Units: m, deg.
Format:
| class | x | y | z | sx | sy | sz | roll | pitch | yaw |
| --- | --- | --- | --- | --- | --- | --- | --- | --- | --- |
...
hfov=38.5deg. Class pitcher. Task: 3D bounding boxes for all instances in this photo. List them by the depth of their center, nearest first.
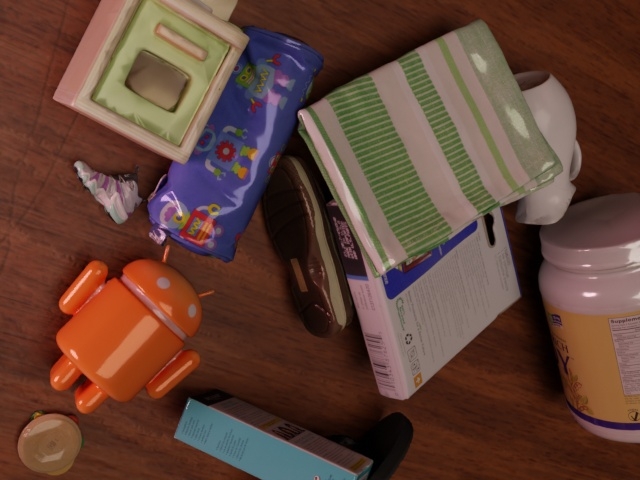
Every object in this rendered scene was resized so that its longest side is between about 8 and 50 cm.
| class | x | y | z | sx | sy | sz | roll | pitch | yaw |
| --- | --- | --- | --- | --- | --- | --- | --- | --- | --- |
| pitcher | 0.334 | -0.154 | 1.375 | 0.178 | 0.125 | 0.207 | -44 | 125 | -40 |

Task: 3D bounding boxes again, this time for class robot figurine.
| class | x | y | z | sx | sy | sz | roll | pitch | yaw |
| --- | --- | --- | --- | --- | --- | --- | --- | --- | --- |
| robot figurine | -0.239 | 0.111 | 1.143 | 0.219 | 0.158 | 0.128 | -46 | 155 | -10 |

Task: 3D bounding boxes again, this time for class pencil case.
| class | x | y | z | sx | sy | sz | roll | pitch | yaw |
| --- | --- | --- | --- | --- | --- | --- | --- | --- | --- |
| pencil case | -0.112 | -0.124 | 1.158 | 0.133 | 0.119 | 0.306 | 26 | 90 | 3 |

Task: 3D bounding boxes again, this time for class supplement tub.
| class | x | y | z | sx | sy | sz | roll | pitch | yaw |
| --- | --- | --- | --- | --- | --- | --- | --- | --- | --- |
| supplement tub | 0.475 | 0.117 | 1.422 | 0.241 | 0.241 | 0.331 | -25 | 110 | -19 |

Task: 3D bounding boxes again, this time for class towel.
| class | x | y | z | sx | sy | sz | roll | pitch | yaw |
| --- | --- | --- | --- | --- | --- | --- | --- | --- | --- |
| towel | 0.148 | -0.126 | 1.200 | 0.324 | 0.038 | 0.248 | -29 | 92 | -23 |

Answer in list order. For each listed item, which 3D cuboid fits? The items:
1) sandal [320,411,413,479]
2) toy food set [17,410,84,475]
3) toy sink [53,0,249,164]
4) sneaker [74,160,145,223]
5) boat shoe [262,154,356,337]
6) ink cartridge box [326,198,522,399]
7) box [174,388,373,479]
| class | x | y | z | sx | sy | sz | roll | pitch | yaw |
| --- | --- | --- | --- | --- | --- | --- | --- | --- | --- |
| sandal | -0.049 | 0.382 | 1.282 | 0.445 | 0.167 | 0.107 | -40 | 97 | -13 |
| toy food set | -0.348 | 0.260 | 1.183 | 0.083 | 0.020 | 0.083 | 28 | 88 | -27 |
| toy sink | -0.188 | -0.232 | 1.089 | 0.152 | 0.131 | 0.234 | 28 | 88 | -28 |
| sneaker | -0.257 | -0.076 | 1.146 | 0.069 | 0.038 | 0.098 | -42 | 125 | -13 |
| boat shoe | -0.006 | 0.000 | 1.264 | 0.095 | 0.095 | 0.258 | -28 | 113 | -43 |
| ink cartridge box | 0.160 | 0.020 | 1.330 | 0.307 | 0.072 | 0.304 | -35 | 115 | -41 |
| box | -0.060 | 0.274 | 1.202 | 0.244 | 0.100 | 0.060 | 21 | 93 | 16 |
